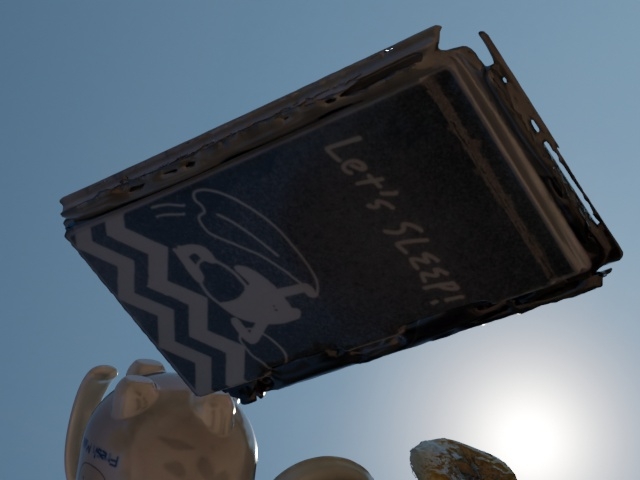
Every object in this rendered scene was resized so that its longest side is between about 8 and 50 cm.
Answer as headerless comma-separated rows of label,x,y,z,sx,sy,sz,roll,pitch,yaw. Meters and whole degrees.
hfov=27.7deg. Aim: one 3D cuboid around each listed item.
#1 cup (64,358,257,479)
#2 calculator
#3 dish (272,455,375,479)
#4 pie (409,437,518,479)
cup,-0.119,0.165,0.983,0.134,0.173,0.142,6,-83,-16
calculator,0.000,0.000,0.676,0.165,0.274,0.028,54,-146,-25
dish,0.008,0.302,1.337,0.141,0.078,0.141,-7,-67,-16
pie,0.203,0.337,1.768,0.185,0.218,0.052,13,-69,-29
